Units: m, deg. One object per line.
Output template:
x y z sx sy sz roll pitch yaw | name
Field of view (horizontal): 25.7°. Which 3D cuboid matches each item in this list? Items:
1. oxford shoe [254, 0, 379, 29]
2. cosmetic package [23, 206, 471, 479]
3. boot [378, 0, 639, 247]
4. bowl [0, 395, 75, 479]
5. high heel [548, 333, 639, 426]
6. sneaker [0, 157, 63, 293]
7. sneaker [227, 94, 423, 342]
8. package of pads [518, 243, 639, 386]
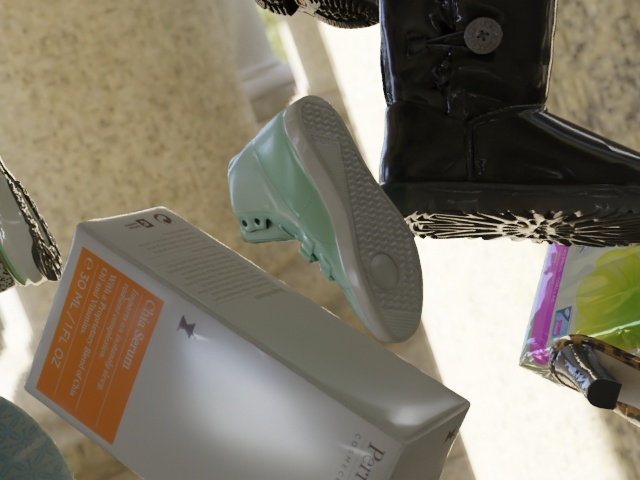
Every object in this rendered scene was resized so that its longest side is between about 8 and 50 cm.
0.007 -0.394 2.188 0.227 0.083 0.096 21 62 25 | oxford shoe
-0.091 0.172 1.541 0.453 0.230 0.161 31 23 23 | cosmetic package
0.240 -0.226 1.504 0.367 0.445 0.146 3 -14 -2 | boot
-0.450 0.340 1.723 0.156 0.289 0.289 -36 4 27 | bowl
0.404 0.185 1.684 0.261 0.093 0.186 22 10 -12 | high heel
-0.508 -0.087 1.825 0.182 0.410 0.158 -31 -5 -2 | sneaker
0.000 -0.001 1.397 0.094 0.256 0.151 -18 -10 -46 | sneaker
0.400 0.056 1.856 0.296 0.101 0.229 -27 40 59 | package of pads
